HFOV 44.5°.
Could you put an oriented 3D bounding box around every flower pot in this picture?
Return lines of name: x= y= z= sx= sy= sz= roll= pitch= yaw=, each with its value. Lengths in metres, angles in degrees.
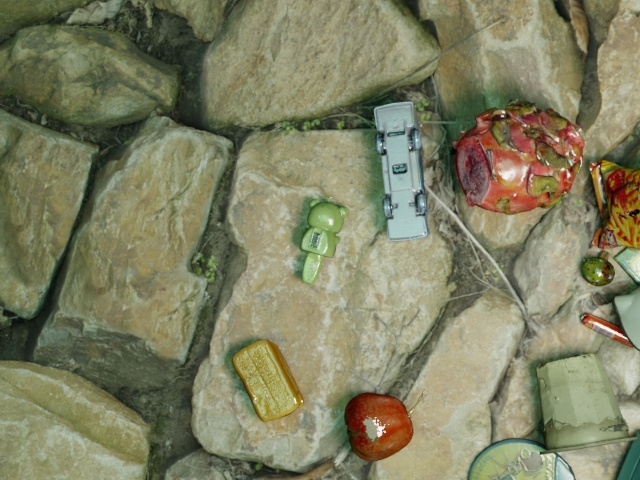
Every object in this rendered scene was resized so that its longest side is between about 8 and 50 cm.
flower pot: x=0.562 y=0.360 z=1.723 sx=0.213 sy=0.212 sz=0.202 roll=-16 pitch=74 yaw=13

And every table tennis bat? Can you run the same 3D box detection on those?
table tennis bat: x=0.507 y=0.570 z=1.799 sx=0.329 sy=0.044 sz=0.215 roll=3 pitch=85 yaw=17

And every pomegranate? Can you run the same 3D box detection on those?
pomegranate: x=0.642 y=0.066 z=1.790 sx=0.085 sy=0.073 sz=0.073 roll=-36 pitch=77 yaw=-6

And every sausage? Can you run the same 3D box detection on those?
sausage: x=0.656 y=0.202 z=1.791 sx=0.130 sy=0.034 sz=0.034 roll=24 pitch=92 yaw=16

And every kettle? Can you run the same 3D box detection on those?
kettle: x=0.781 y=0.165 z=1.677 sx=0.236 sy=0.161 sz=0.221 roll=-31 pitch=113 yaw=37

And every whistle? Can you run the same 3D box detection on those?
whistle: x=0.000 y=0.000 z=1.954 sx=0.105 sy=0.085 sz=0.227 roll=14 pitch=88 yaw=16

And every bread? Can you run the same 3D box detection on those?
bread: x=-0.131 y=0.351 z=1.965 sx=0.116 sy=0.077 sz=0.200 roll=-31 pitch=77 yaw=12

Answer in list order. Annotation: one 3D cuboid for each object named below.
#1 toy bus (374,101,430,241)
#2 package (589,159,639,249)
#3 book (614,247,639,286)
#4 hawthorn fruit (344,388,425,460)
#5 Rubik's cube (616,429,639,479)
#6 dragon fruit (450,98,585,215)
toy bus: x=0.200 y=-0.159 z=1.887 sx=0.109 sy=0.136 sz=0.329 roll=-7 pitch=84 yaw=13
package: x=0.709 y=-0.075 z=1.692 sx=0.288 sy=0.109 sz=0.223 roll=11 pitch=107 yaw=56
book: x=0.805 y=0.076 z=1.767 sx=0.160 sy=0.024 sz=0.228 roll=-41 pitch=77 yaw=11
hawthorn fruit: x=0.161 y=0.433 z=1.857 sx=0.204 sy=0.162 sz=0.162 roll=-11 pitch=82 yaw=-4
Rubik's cube: x=0.755 y=0.552 z=1.617 sx=0.222 sy=0.224 sz=0.231 roll=23 pitch=90 yaw=3
dragon fruit: x=0.460 y=-0.179 z=1.774 sx=0.291 sy=0.269 sz=0.250 roll=-14 pitch=71 yaw=-22
